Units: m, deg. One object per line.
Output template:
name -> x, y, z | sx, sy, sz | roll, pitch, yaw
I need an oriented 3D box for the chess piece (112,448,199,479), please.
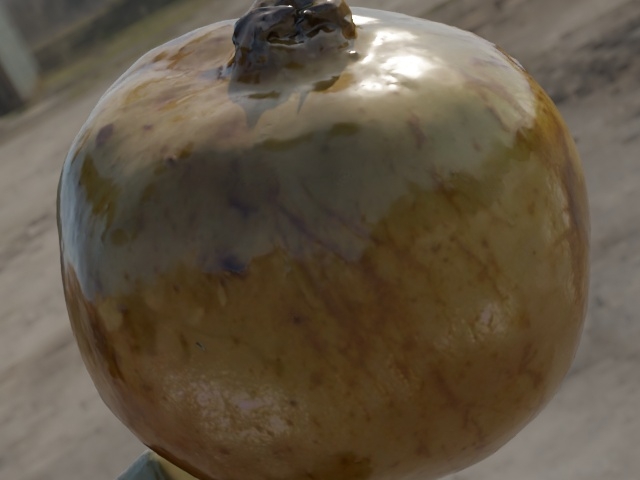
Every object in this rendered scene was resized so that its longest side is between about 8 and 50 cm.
chess piece -> -0.044, 0.248, 0.925 | 0.137, 0.300, 0.137 | -20, -25, -10

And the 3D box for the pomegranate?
pomegranate -> 0.000, 0.000, 0.863 | 0.248, 0.248, 0.248 | -28, 9, 5
